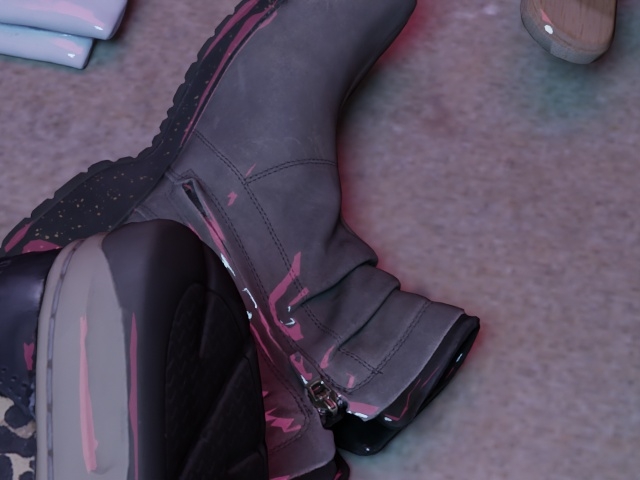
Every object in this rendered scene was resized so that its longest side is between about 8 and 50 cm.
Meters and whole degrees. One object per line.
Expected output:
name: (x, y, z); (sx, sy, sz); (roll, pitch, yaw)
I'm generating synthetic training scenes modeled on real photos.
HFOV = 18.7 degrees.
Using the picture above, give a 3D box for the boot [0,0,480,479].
boot: (0.000, 0.000, 0.767); (0.161, 0.083, 0.246); (35, 66, 18)

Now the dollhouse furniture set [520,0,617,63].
dollhouse furniture set: (0.221, -0.104, 0.750); (0.242, 0.212, 0.161); (23, 50, -14)

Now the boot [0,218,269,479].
boot: (-0.167, 0.182, 0.577); (0.284, 0.138, 0.377); (-3, 75, 18)

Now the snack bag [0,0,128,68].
snack bag: (-0.211, -0.238, 0.979); (0.323, 0.037, 0.342); (9, 53, 9)
